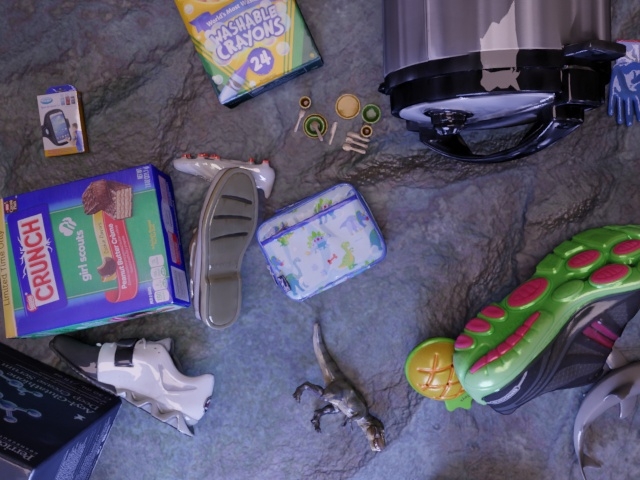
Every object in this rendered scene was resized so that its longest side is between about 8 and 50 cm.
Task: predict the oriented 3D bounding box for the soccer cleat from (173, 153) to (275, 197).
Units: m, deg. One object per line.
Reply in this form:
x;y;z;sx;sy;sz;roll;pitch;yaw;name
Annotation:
-0.184;-0.122;1.451;0.196;0.068;0.076;6;97;2;soccer cleat

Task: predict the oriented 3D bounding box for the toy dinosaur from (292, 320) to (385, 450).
0.019;0.298;1.466;0.118;0.064;0.268;-32;88;0;toy dinosaur

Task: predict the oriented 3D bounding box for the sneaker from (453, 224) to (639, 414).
0.459;0.138;1.378;0.483;0.185;0.202;-31;127;-1;sneaker

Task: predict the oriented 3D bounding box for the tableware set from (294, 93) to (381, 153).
0.031;-0.230;1.443;0.154;0.024;0.104;19;95;4;tableware set

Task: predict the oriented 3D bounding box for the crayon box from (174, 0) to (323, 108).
-0.153;-0.435;1.416;0.203;0.083;0.322;-24;91;6;crayon box

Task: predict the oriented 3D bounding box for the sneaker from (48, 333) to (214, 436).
-0.355;0.238;1.477;0.331;0.122;0.146;26;78;4;sneaker

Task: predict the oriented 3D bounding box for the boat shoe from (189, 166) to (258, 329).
-0.195;0.007;1.423;0.113;0.103;0.302;4;102;-38;boat shoe

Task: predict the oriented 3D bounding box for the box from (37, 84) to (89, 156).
-0.502;-0.234;1.490;0.081;0.028;0.136;-7;95;6;box

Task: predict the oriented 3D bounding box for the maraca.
0.237;0.250;1.425;0.127;0.099;0.186;-41;114;16;maraca

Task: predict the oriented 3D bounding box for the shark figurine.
0.527;0.304;1.393;0.166;0.116;0.278;41;95;3;shark figurine

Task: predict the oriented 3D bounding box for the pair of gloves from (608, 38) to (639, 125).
0.513;-0.288;1.397;0.198;0.023;0.159;1;96;6;pair of gloves

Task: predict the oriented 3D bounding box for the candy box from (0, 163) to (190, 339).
-0.427;0.025;1.428;0.317;0.122;0.268;-13;78;6;candy box

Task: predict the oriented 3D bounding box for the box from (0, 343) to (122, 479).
-0.582;0.365;1.354;0.294;0.395;0.212;24;96;3;box

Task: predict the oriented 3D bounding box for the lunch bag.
0.000;0.000;1.431;0.219;0.090;0.176;-25;89;5;lunch bag

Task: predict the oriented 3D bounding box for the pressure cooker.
0.275;-0.335;1.242;0.376;0.370;0.420;-2;90;9;pressure cooker
